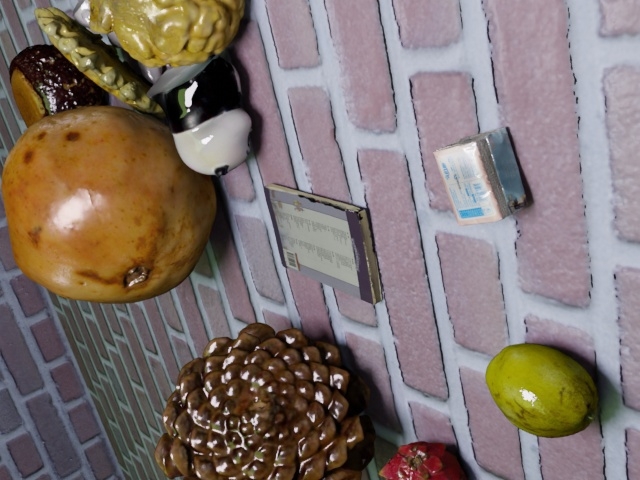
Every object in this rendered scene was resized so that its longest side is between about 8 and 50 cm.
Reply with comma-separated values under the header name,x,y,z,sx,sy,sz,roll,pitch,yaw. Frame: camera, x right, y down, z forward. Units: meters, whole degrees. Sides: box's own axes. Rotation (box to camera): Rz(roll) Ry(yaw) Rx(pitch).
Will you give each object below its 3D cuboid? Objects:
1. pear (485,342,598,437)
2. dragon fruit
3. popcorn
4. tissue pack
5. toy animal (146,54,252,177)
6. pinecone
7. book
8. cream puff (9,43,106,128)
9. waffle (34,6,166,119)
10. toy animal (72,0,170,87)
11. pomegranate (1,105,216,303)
name,x,y,z,sx,sy,sz,roll,pitch,yaw
pear,0.254,0.174,0.762,0.131,0.107,0.107,34,138,46
dragon fruit,0.164,0.377,1.015,0.166,0.136,0.133,42,-177,-18
popcorn,-0.228,-0.361,0.956,0.250,0.190,0.250,12,110,35
tissue pack,0.177,-0.068,0.734,0.074,0.059,0.094,-6,108,56
toy animal,-0.181,-0.197,1.063,0.179,0.138,0.166,66,167,-21
pinecone,-0.086,0.343,1.140,0.384,0.384,0.384,32,136,37
book,0.001,0.000,1.050,0.231,0.026,0.157,19,131,46
cream puff,-0.570,-0.315,1.452,0.239,0.165,0.239,33,137,37
waffle,-0.390,-0.315,1.182,0.250,0.056,0.261,47,-175,25
toy animal,-0.352,-0.362,1.186,0.182,0.127,0.131,31,135,-32
pomegranate,-0.386,-0.081,1.222,0.410,0.410,0.410,32,136,37
